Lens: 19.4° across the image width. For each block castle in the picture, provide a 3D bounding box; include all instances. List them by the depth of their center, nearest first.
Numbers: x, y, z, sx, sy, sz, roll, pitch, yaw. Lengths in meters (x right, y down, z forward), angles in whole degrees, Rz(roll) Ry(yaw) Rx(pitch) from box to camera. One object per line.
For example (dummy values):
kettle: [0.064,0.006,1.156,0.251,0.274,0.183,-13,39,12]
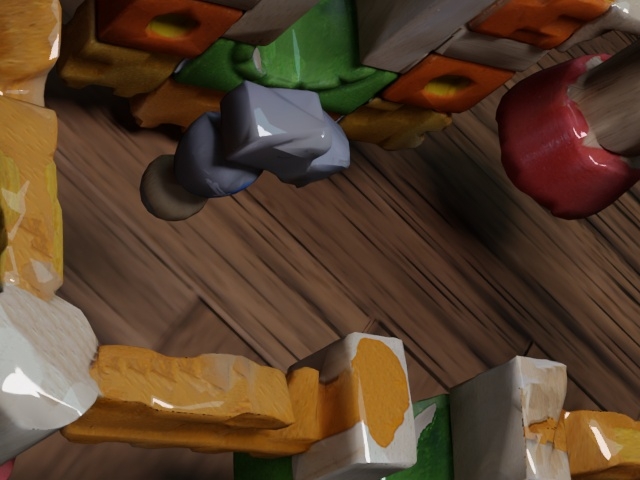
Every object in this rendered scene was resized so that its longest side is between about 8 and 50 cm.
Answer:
block castle: [0.000,0.000,0.867,0.453,0.213,0.303,10,66,-29]
